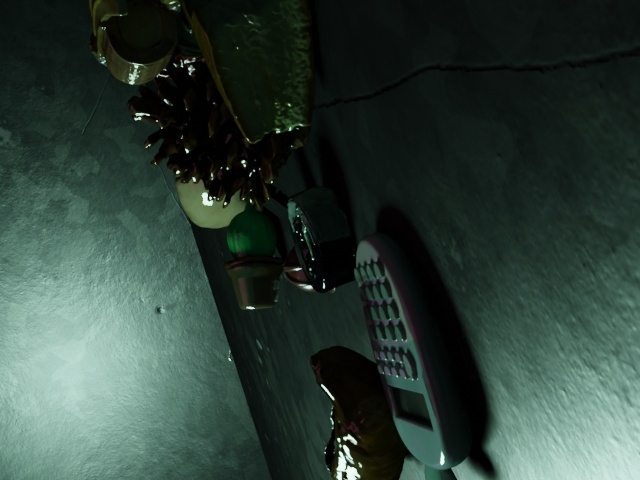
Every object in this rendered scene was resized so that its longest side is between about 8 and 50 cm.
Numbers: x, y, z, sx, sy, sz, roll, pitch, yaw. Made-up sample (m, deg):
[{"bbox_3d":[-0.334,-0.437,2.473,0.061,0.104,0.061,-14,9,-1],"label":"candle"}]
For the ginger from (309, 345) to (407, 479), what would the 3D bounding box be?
[{"bbox_3d":[0.056,0.242,1.084,0.309,0.107,0.133,87,166,-57],"label":"ginger"}]

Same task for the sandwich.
[{"bbox_3d":[-0.075,-0.236,0.922,0.128,0.122,0.236,118,129,-78],"label":"sandwich"}]

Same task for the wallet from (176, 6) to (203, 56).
[{"bbox_3d":[-0.146,-0.313,1.057,0.059,0.141,0.202,-51,55,45],"label":"wallet"}]

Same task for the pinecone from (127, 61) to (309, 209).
[{"bbox_3d":[-0.129,-0.142,1.070,0.212,0.169,0.185,31,171,0],"label":"pinecone"}]

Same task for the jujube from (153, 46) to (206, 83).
[{"bbox_3d":[-0.160,-0.266,1.139,0.104,0.165,0.104,-4,-90,-83],"label":"jujube"}]

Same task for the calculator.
[{"bbox_3d":[0.097,0.136,0.899,0.185,0.041,0.299,148,105,-77],"label":"calculator"}]

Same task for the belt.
[{"bbox_3d":[0.000,0.000,1.069,0.105,0.058,0.140,-142,35,-62],"label":"belt"}]

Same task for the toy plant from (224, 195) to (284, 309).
[{"bbox_3d":[-0.116,0.020,1.508,0.143,0.105,0.201,63,-155,-87],"label":"toy plant"}]

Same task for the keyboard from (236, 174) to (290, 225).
[{"bbox_3d":[-0.065,-0.055,1.186,0.195,0.018,0.060,37,160,22],"label":"keyboard"}]

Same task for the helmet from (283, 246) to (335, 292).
[{"bbox_3d":[-0.022,0.040,1.223,0.111,0.057,0.089,-156,46,-73],"label":"helmet"}]

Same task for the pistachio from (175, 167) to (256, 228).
[{"bbox_3d":[-0.186,-0.101,1.550,0.238,0.153,0.138,101,-173,-62],"label":"pistachio"}]

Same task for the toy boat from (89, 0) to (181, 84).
[{"bbox_3d":[-0.206,-0.235,0.945,0.310,0.089,0.115,175,77,-73],"label":"toy boat"}]
